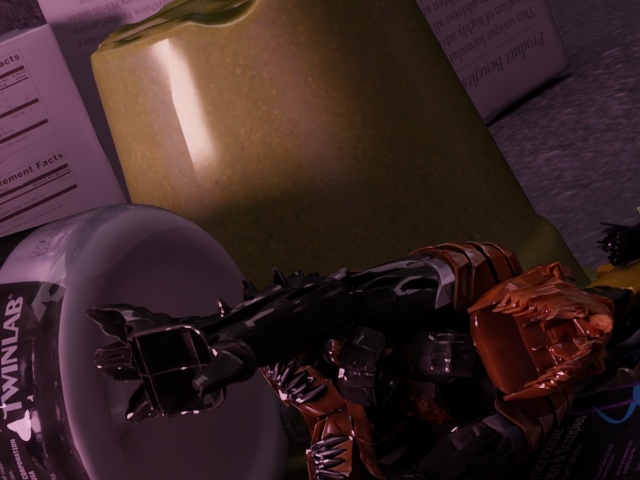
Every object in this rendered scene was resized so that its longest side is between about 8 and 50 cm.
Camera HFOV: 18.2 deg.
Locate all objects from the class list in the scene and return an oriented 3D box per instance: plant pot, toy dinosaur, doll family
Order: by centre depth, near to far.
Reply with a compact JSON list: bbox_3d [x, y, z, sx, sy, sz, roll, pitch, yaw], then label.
[{"bbox_3d":[0.032,0.054,0.866,0.218,0.164,0.322,-23,-23,-22],"label":"toy dinosaur"},{"bbox_3d":[0.180,0.027,0.997,0.111,0.076,0.193,-29,15,-27],"label":"doll family"},{"bbox_3d":[-0.003,-0.032,1.157,0.276,0.253,0.276,-22,11,4],"label":"plant pot"}]

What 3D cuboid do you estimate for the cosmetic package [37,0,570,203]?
[{"bbox_3d":[-0.040,-0.254,1.868,0.329,0.393,0.327,-32,15,-38],"label":"cosmetic package"}]

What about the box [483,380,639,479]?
[{"bbox_3d":[0.147,0.091,0.880,0.162,0.029,0.116,-20,12,26],"label":"box"}]

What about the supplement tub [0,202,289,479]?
[{"bbox_3d":[-0.191,0.105,1.051,0.316,0.193,0.193,-15,14,32],"label":"supplement tub"}]

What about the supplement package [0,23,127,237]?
[{"bbox_3d":[-0.267,-0.055,1.781,0.134,0.244,0.139,-27,12,-18],"label":"supplement package"}]
